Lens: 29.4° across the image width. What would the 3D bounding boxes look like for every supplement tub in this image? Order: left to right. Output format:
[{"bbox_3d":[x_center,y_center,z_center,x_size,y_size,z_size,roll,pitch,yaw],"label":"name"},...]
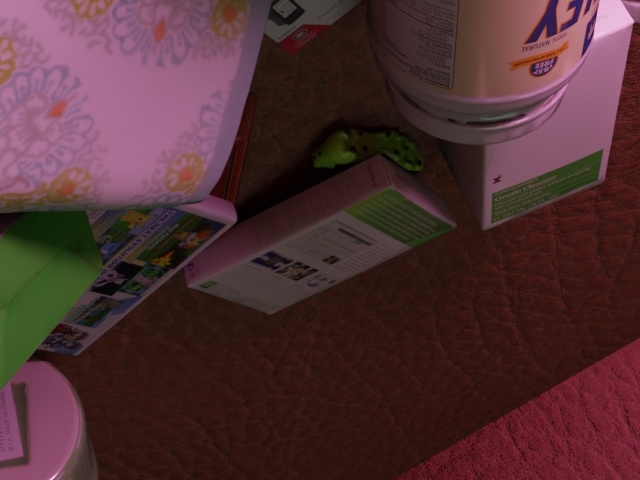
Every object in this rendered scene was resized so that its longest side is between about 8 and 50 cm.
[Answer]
[{"bbox_3d":[0.162,-0.273,1.204,0.235,0.235,0.325,-21,146,-12],"label":"supplement tub"}]

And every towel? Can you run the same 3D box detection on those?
[{"bbox_3d":[-0.187,-0.200,1.058,0.320,0.090,0.375,-2,115,-45],"label":"towel"}]

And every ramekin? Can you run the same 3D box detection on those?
[{"bbox_3d":[-0.441,0.279,1.584,0.303,0.303,0.148,-15,142,-23],"label":"ramekin"}]

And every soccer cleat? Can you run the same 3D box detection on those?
[{"bbox_3d":[0.064,-0.113,1.621,0.179,0.060,0.072,6,155,-45],"label":"soccer cleat"}]

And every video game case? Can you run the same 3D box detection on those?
[{"bbox_3d":[-0.312,0.020,1.438,0.329,0.036,0.300,-39,144,28],"label":"video game case"}]

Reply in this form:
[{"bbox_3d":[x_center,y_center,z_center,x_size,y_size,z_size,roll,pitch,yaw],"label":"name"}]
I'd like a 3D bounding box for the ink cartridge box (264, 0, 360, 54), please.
[{"bbox_3d":[-0.037,-0.269,1.246,0.109,0.063,0.150,-36,152,16],"label":"ink cartridge box"}]

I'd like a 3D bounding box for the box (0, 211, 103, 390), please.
[{"bbox_3d":[-0.375,0.046,1.188,0.231,0.262,0.127,-4,114,17],"label":"box"}]

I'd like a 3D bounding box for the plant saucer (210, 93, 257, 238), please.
[{"bbox_3d":[-0.203,-0.054,1.484,0.258,0.048,0.259,-15,151,-22],"label":"plant saucer"}]

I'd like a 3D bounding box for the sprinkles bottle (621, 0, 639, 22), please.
[{"bbox_3d":[0.351,-0.378,1.343,0.121,0.121,0.355,-30,152,5],"label":"sprinkles bottle"}]

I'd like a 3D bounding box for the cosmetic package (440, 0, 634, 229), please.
[{"bbox_3d":[0.260,-0.188,1.553,0.196,0.155,0.365,-22,153,-3],"label":"cosmetic package"}]

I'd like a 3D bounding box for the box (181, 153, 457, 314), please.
[{"bbox_3d":[0.000,0.000,1.682,0.322,0.059,0.232,-24,157,20],"label":"box"}]
